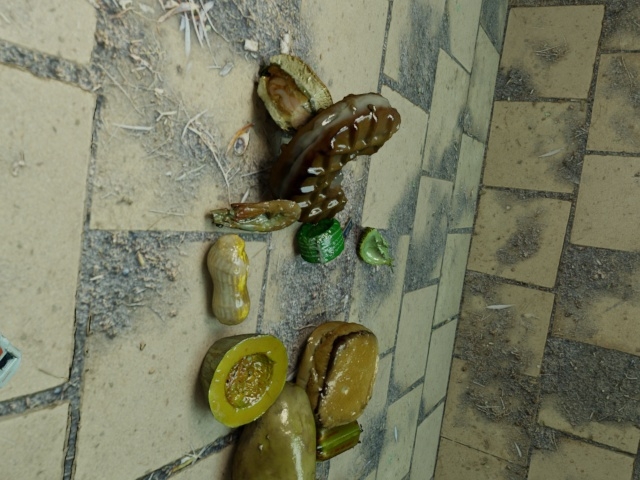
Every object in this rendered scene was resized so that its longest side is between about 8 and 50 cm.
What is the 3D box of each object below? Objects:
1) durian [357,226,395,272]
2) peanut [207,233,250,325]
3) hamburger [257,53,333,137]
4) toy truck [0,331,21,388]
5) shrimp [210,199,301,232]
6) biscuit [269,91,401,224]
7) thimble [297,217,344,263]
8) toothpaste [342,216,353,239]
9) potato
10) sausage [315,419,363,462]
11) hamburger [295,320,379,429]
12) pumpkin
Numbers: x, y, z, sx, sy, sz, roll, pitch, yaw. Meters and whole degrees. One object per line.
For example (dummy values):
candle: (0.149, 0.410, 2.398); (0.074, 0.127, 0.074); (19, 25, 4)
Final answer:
durian: (0.179, 0.030, 1.713); (0.086, 0.100, 0.215); (-58, 138, -28)
peanut: (-0.192, 0.085, 1.098); (0.087, 0.087, 0.207); (-29, 126, -54)
hamburger: (-0.038, -0.313, 1.177); (0.207, 0.135, 0.155); (27, 34, -62)
toy truck: (-0.463, 0.198, 0.665); (0.178, 0.080, 0.115); (-61, 151, -27)
shrimp: (-0.136, -0.058, 1.112); (0.217, 0.051, 0.115); (1, 143, -36)
biscuit: (0.016, -0.175, 1.200); (0.268, 0.115, 0.366); (-21, 152, -38)
thimble: (0.000, 0.000, 1.376); (0.130, 0.118, 0.090); (-71, 154, -59)
toothpaste: (0.072, -0.018, 1.592); (0.140, 0.021, 0.037); (-58, 149, -38)
potato: (-0.105, 0.484, 1.292); (0.229, 0.229, 0.266); (33, 55, -59)
sausage: (0.012, 0.610, 1.586); (0.317, 0.125, 0.117); (10, 90, -60)
hamburger: (0.046, 0.384, 1.520); (0.284, 0.174, 0.304); (21, 81, -58)
pumpkin: (-0.185, 0.295, 1.173); (0.217, 0.110, 0.217); (-27, 127, -41)
